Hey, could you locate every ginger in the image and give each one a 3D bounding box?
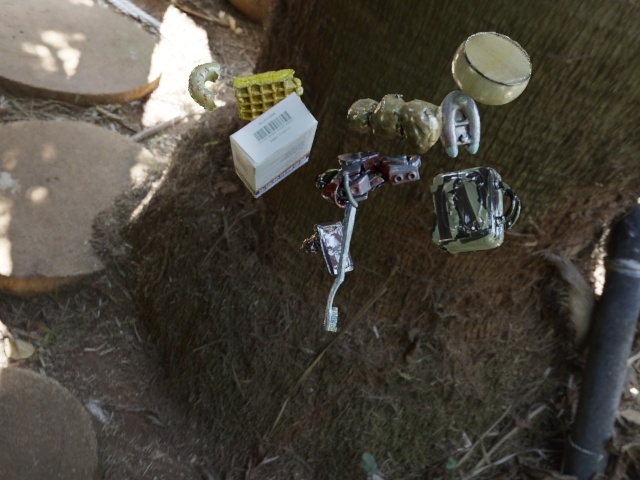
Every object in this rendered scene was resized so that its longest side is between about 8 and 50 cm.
[{"bbox_3d":[0.135,-0.229,0.928,0.204,0.104,0.080,24,47,32],"label":"ginger"}]

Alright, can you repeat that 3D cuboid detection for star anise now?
[{"bbox_3d":[0.000,0.000,1.690,0.168,0.167,0.057,-48,120,-46],"label":"star anise"}]

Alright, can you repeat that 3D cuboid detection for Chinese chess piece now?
[{"bbox_3d":[0.565,-0.570,1.605,0.257,0.104,0.257,5,63,-10],"label":"Chinese chess piece"}]

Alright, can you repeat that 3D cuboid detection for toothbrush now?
[{"bbox_3d":[0.060,0.057,1.361,0.042,0.414,0.035,8,6,-19],"label":"toothbrush"}]

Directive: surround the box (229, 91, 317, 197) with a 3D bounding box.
[{"bbox_3d":[-0.128,-0.244,1.304,0.200,0.299,0.106,-38,87,-11],"label":"box"}]

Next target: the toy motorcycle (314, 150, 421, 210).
[{"bbox_3d":[0.088,-0.122,0.931,0.213,0.082,0.122,-11,37,15],"label":"toy motorcycle"}]

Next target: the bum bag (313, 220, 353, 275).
[{"bbox_3d":[0.039,0.022,1.419,0.109,0.026,0.159,-9,82,-45],"label":"bum bag"}]

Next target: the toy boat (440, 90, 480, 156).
[{"bbox_3d":[0.494,-0.412,1.699,0.155,0.085,0.228,-10,97,-12],"label":"toy boat"}]

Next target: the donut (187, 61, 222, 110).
[{"bbox_3d":[-0.388,-0.529,1.622,0.108,0.065,0.166,15,78,-26],"label":"donut"}]

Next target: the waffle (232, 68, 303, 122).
[{"bbox_3d":[-0.171,-0.470,1.630,0.229,0.219,0.057,-10,67,-8],"label":"waffle"}]

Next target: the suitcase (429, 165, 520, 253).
[{"bbox_3d":[0.632,-0.121,1.974,0.194,0.339,0.352,26,62,-51],"label":"suitcase"}]
